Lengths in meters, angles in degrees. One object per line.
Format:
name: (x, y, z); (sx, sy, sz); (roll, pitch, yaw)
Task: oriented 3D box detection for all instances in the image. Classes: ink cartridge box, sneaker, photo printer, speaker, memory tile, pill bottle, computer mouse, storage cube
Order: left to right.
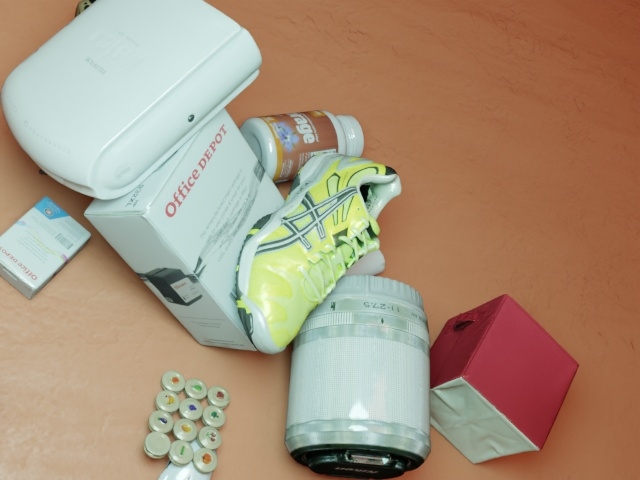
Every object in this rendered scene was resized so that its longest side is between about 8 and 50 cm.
ink cartridge box: (-0.412, 0.011, 1.116); (0.088, 0.052, 0.122); (42, 53, -6)
photo printer: (-0.269, -0.210, 1.033); (0.307, 0.107, 0.256); (-44, 59, -12)
computer mouse: (-0.206, 0.358, 1.078); (0.106, 0.042, 0.193); (37, 55, -9)
memory tile: (-0.193, 0.262, 1.120); (0.113, 0.012, 0.148); (23, 41, -15)
ink cartridge box: (-0.166, -0.017, 1.136); (0.307, 0.128, 0.223); (58, 45, -39)
pill bottle: (-0.033, -0.171, 1.378); (0.216, 0.121, 0.121); (-13, 75, -34)
sneaker: (0.000, 0.000, 1.138); (0.145, 0.147, 0.385); (61, 42, -40)
speaker: (0.049, 0.052, 1.361); (0.136, 0.055, 0.055); (-19, 78, -35)
storage cube: (0.293, 0.244, 1.334); (0.215, 0.183, 0.193); (43, 55, -7)

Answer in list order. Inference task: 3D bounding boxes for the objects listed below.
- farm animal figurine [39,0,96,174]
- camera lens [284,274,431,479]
farm animal figurine: (-0.307, -0.216, 1.208); (0.330, 0.172, 0.327); (39, 54, -8)
camera lens: (0.061, 0.218, 1.188); (0.219, 0.219, 0.275); (16, 60, -23)
